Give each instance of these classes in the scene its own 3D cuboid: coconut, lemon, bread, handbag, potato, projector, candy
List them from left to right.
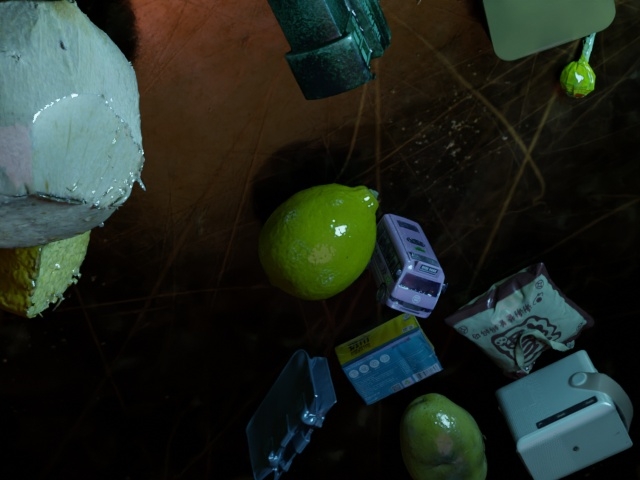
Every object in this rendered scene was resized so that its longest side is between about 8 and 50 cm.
[{"bbox_3d":[-0.435,-0.189,1.656,0.346,0.360,0.346,-13,163,-4],"label":"coconut"},{"bbox_3d":[-0.471,0.020,1.850,0.147,0.260,0.160,18,115,5],"label":"bread"},{"bbox_3d":[-0.055,0.333,2.152,0.062,0.179,0.229,23,114,-22],"label":"handbag"},{"bbox_3d":[0.000,0.000,1.945,0.184,0.184,0.248,37,111,-28],"label":"lemon"},{"bbox_3d":[0.246,0.413,2.281,0.169,0.143,0.248,-20,115,8],"label":"potato"},{"bbox_3d":[0.374,0.149,2.140,0.213,0.127,0.235,-36,133,15],"label":"handbag"},{"bbox_3d":[0.485,0.344,2.252,0.242,0.177,0.163,-27,125,10],"label":"projector"},{"bbox_3d":[0.446,-0.328,1.891,0.058,0.062,0.194,27,114,26],"label":"candy"}]

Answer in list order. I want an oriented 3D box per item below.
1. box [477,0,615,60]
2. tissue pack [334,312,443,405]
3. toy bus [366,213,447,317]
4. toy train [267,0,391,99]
[{"bbox_3d":[0.348,-0.386,1.804,0.201,0.090,0.144,-19,124,3],"label":"box"},{"bbox_3d":[0.128,0.220,2.166,0.169,0.082,0.120,-27,122,9],"label":"tissue pack"},{"bbox_3d":[0.146,0.043,1.986,0.096,0.199,0.108,18,115,-21],"label":"toy bus"},{"bbox_3d":[-0.008,-0.364,1.692,0.139,0.178,0.330,-14,126,22],"label":"toy train"}]
